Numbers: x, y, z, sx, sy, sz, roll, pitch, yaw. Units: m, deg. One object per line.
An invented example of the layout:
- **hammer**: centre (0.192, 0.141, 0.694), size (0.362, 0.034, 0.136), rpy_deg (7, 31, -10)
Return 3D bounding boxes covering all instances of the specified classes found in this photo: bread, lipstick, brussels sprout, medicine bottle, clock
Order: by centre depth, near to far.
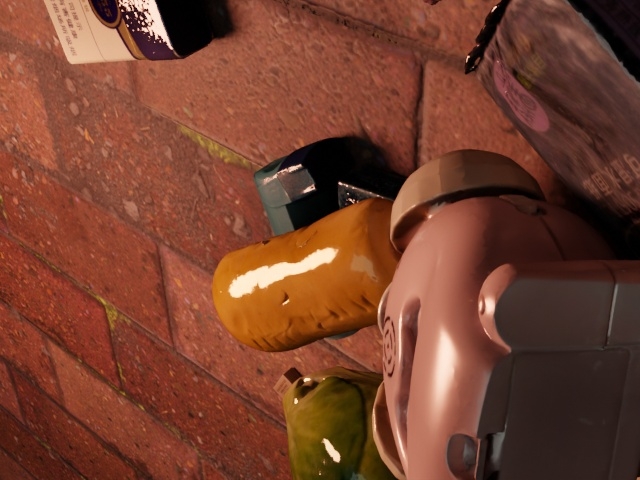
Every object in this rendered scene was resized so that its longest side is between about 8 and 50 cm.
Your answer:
- **clock**: centre (0.146, 0.110, 0.832), size (0.326, 0.184, 0.342), rpy_deg (-116, 34, -70)
- **lipstick**: centre (0.153, -0.010, 1.007), size (0.312, 0.051, 0.051), rpy_deg (22, 130, 35)
- **bread**: centre (-0.007, 0.050, 1.084), size (0.305, 0.091, 0.142), rpy_deg (-22, 111, 45)
- **medicine bottle**: centre (0.000, 0.000, 1.165), size (0.124, 0.079, 0.258), rpy_deg (4, 122, 42)
- **brussels sprout**: centre (0.064, 0.271, 1.219), size (0.271, 0.210, 0.219), rpy_deg (44, 142, 42)

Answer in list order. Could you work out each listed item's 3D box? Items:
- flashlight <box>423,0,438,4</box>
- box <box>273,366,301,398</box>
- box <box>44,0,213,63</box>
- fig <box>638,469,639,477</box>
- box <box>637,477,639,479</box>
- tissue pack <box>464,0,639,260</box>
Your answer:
- **flashlight**: centre (0.125, -0.248, 0.861), size (0.110, 0.031, 0.052), rpy_deg (-44, 59, 58)
- **box**: centre (-0.030, 0.235, 1.440), size (0.083, 0.024, 0.053), rpy_deg (47, 144, 13)
- **box**: centre (-0.256, -0.310, 1.213), size (0.259, 0.071, 0.168), rpy_deg (9, 124, 47)
- **fig**: centre (0.275, 0.130, 0.902), size (0.186, 0.142, 0.148), rpy_deg (66, 162, 7)
- **box**: centre (0.308, 0.197, 1.017), size (0.167, 0.024, 0.090), rpy_deg (54, 146, 0)
- **tissue pack**: centre (0.272, -0.053, 0.695), size (0.361, 0.122, 0.259), rpy_deg (50, 178, 3)
